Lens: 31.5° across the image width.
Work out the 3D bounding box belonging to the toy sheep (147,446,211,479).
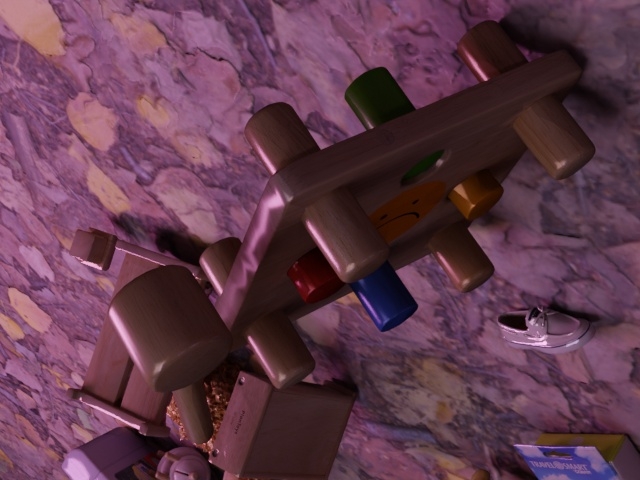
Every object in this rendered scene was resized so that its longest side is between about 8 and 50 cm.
[{"bbox_3d":[-0.209,0.354,1.716,0.091,0.091,0.132,48,164,-10],"label":"toy sheep"}]

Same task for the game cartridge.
[{"bbox_3d":[-0.250,0.405,1.748,0.294,0.196,0.060,37,104,9],"label":"game cartridge"}]

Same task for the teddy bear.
[{"bbox_3d":[-0.148,0.221,1.466,0.245,0.113,0.338,-2,127,52],"label":"teddy bear"}]

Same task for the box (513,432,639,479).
[{"bbox_3d":[0.277,0.248,1.091,0.109,0.042,0.178,-13,119,52],"label":"box"}]

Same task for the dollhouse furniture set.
[{"bbox_3d":[-0.161,0.182,1.332,0.355,0.303,0.174,19,179,36],"label":"dollhouse furniture set"}]

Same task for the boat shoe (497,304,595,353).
[{"bbox_3d":[0.193,0.074,0.984,0.035,0.035,0.100,52,154,-21],"label":"boat shoe"}]

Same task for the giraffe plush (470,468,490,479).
[{"bbox_3d":[0.204,0.332,1.185,0.181,0.210,0.170,13,109,44],"label":"giraffe plush"}]

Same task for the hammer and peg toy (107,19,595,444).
[{"bbox_3d":[0.000,0.000,0.810,0.127,0.361,0.266,56,153,17],"label":"hammer and peg toy"}]
